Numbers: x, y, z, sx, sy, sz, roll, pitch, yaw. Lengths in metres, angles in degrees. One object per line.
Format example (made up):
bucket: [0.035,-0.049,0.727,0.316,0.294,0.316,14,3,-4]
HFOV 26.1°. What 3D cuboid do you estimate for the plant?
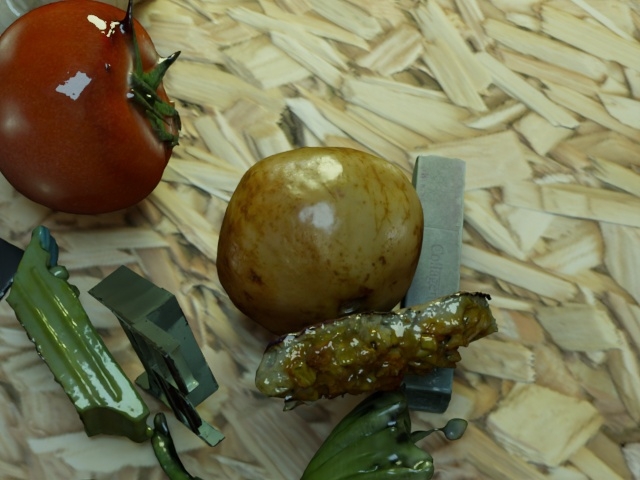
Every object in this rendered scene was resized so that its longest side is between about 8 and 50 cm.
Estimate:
plant: [-0.010,0.296,1.507,0.333,0.180,0.251,-15,49,18]

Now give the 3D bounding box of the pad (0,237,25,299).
pad: [-0.505,0.087,1.619,0.202,0.005,0.300,27,62,9]

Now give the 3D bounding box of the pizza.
pizza: [0.070,0.121,1.484,0.305,0.161,0.085,-11,77,-26]

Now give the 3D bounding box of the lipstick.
lipstick: [0.133,0.047,1.664,0.066,0.068,0.317,7,61,0]

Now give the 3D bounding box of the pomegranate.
pomegranate: [0.000,0.000,1.591,0.248,0.248,0.248,2,61,-4]

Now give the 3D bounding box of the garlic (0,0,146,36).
garlic: [-0.321,-0.359,1.763,0.281,0.185,0.203,-40,100,-16]

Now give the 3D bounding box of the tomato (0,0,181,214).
tomato: [-0.284,-0.157,1.642,0.224,0.256,0.256,-6,60,11]

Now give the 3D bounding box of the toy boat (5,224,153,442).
toy boat: [-0.284,0.116,1.562,0.084,0.111,0.276,-27,66,-13]

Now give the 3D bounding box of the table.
table: [-0.166,0.125,1.509,0.062,0.146,0.175,-38,40,-22]
